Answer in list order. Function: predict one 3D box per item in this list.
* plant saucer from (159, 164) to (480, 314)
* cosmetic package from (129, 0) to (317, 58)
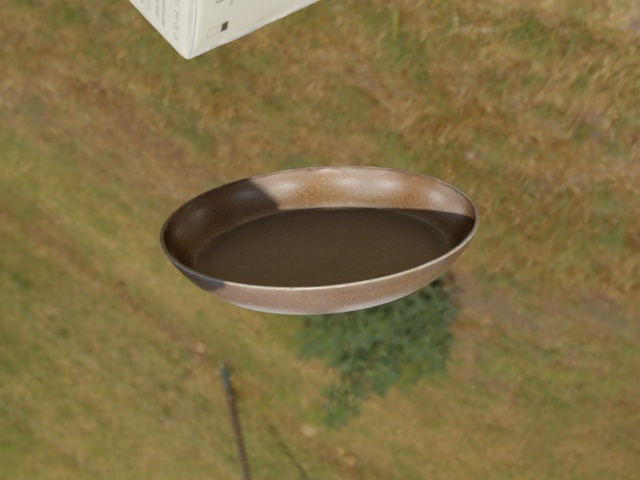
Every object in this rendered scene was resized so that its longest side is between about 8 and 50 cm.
[{"bbox_3d":[0.000,0.000,1.269,0.311,0.310,0.050,12,117,35],"label":"plant saucer"},{"bbox_3d":[-0.111,-0.274,0.829,0.296,0.153,0.129,45,150,22],"label":"cosmetic package"}]
